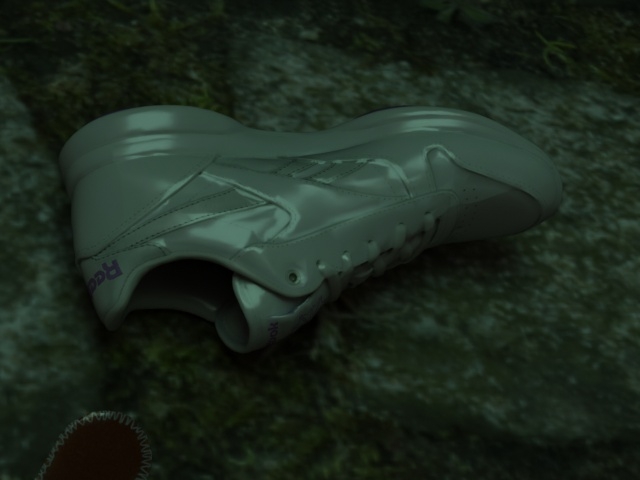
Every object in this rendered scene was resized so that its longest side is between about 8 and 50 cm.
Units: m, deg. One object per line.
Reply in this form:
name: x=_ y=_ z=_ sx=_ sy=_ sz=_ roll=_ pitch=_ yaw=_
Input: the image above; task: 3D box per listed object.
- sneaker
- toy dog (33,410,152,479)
sneaker: x=0.000 y=0.000 z=0.989 sx=0.305 sy=0.114 sz=0.152 roll=-2 pitch=61 yaw=-12
toy dog: x=-0.060 y=0.180 z=0.739 sx=0.334 sy=0.161 sz=0.220 roll=-7 pitch=49 yaw=-22
